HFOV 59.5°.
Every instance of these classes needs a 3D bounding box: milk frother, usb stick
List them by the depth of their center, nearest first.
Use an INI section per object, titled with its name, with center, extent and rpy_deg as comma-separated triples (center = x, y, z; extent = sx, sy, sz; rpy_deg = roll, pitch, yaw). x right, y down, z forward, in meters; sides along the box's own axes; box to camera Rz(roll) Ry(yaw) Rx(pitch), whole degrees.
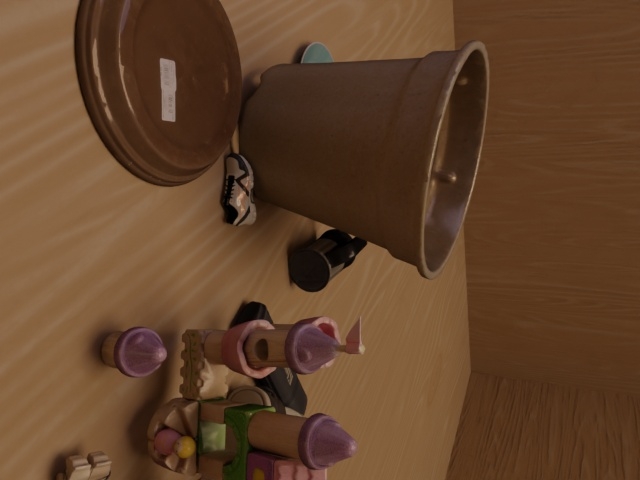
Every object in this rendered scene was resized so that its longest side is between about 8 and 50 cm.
[usb stick]
center = -0.077, 0.215, 0.940
extent = 0.077, 0.045, 0.277
rpy_deg = -62, 146, -41
[milk frother]
center = 0.000, 0.000, 1.047
extent = 0.143, 0.129, 0.135
rpy_deg = 48, 29, 4

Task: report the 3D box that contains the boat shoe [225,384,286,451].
[boat shoe]
center = -0.107, 0.385, 0.818
extent = 0.095, 0.112, 0.334
rpy_deg = 43, 51, -55

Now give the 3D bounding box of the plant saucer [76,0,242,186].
[plant saucer]
center = -0.173, -0.204, 0.678
extent = 0.278, 0.041, 0.277
rpy_deg = 5, 90, -66

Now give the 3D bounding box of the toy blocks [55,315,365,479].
[toy blocks]
center = -0.071, 0.223, 0.595
extent = 0.309, 0.260, 0.288
rpy_deg = 10, 79, -46

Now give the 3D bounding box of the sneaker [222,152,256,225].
[sneaker]
center = -0.121, -0.072, 0.810
extent = 0.044, 0.040, 0.109
rpy_deg = -20, 105, -47

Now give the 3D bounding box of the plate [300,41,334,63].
[plate]
center = -0.008, -0.275, 1.054
extent = 0.188, 0.024, 0.188
rpy_deg = 3, 90, -66

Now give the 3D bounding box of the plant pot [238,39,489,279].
[plant pot]
center = 0.060, -0.138, 0.847
extent = 0.334, 0.306, 0.333
rpy_deg = -43, 140, -52

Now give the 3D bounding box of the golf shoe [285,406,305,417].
[golf shoe]
center = -0.089, 0.356, 0.923
extent = 0.086, 0.069, 0.176
rpy_deg = 44, 63, -17
